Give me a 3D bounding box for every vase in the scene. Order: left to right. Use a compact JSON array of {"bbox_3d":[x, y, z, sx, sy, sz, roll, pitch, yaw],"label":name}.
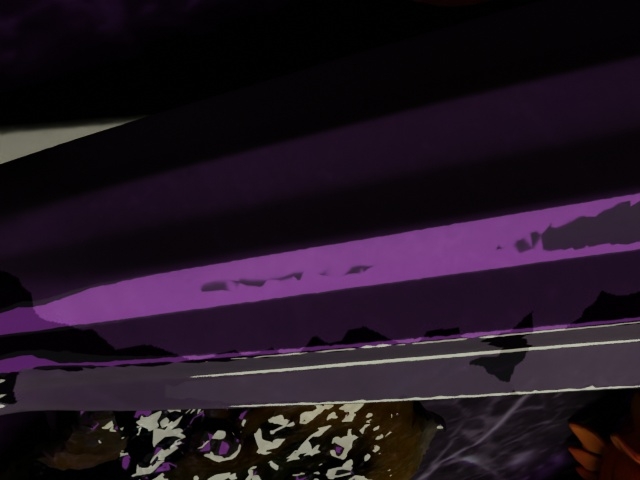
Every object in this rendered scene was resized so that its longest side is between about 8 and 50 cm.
[{"bbox_3d":[0.000,0.000,0.586,0.360,0.165,0.165,-10,148,-18],"label":"vase"}]

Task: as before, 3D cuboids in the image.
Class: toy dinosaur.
[{"bbox_3d":[0.209,0.153,1.012,0.070,0.117,0.288,-25,-179,-20],"label":"toy dinosaur"}]

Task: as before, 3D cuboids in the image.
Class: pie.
[{"bbox_3d":[-0.098,0.154,0.830,0.371,0.078,0.296,-39,149,21],"label":"pie"}]

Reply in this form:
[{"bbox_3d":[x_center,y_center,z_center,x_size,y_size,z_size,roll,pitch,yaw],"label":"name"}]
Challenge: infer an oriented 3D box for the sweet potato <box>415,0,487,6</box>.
[{"bbox_3d":[0.078,-0.131,0.453,0.077,0.077,0.244,-8,165,-27],"label":"sweet potato"}]
